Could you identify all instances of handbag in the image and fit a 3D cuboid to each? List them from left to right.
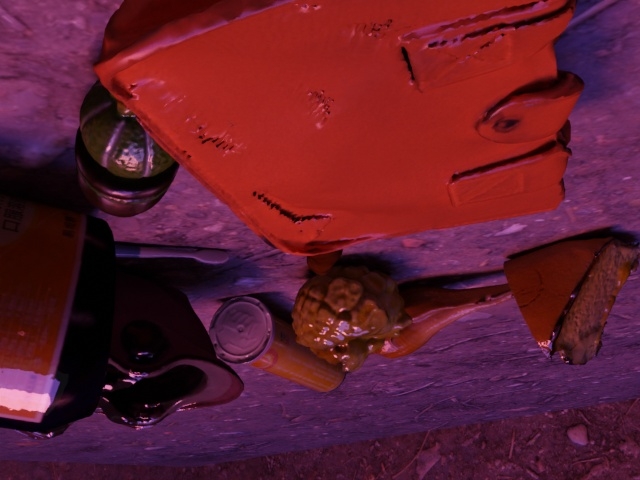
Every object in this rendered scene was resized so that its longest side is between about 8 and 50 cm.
[{"bbox_3d":[0.042,-0.109,0.629,0.304,0.116,0.410,-8,160,13],"label":"handbag"}]

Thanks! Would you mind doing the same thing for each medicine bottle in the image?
[{"bbox_3d":[-0.412,0.054,0.815,0.395,0.242,0.242,12,155,-24],"label":"medicine bottle"},{"bbox_3d":[-0.055,0.200,1.468,0.108,0.108,0.426,-10,160,17],"label":"medicine bottle"}]

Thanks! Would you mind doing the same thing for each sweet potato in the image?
[{"bbox_3d":[0.001,0.001,1.012,0.057,0.057,0.264,-6,161,5],"label":"sweet potato"}]

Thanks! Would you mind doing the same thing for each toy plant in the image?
[{"bbox_3d":[-0.158,-0.085,0.690,0.093,0.092,0.162,2,158,-17],"label":"toy plant"}]

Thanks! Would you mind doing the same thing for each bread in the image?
[{"bbox_3d":[0.363,0.086,1.151,0.140,0.160,0.169,16,152,-42],"label":"bread"}]

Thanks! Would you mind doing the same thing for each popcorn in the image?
[{"bbox_3d":[0.047,0.102,1.197,0.174,0.142,0.173,-6,135,-6],"label":"popcorn"}]

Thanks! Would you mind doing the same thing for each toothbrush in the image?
[{"bbox_3d":[-0.251,0.013,1.048,0.276,0.019,0.025,5,166,-23],"label":"toothbrush"}]

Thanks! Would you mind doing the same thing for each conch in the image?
[{"bbox_3d":[0.170,0.106,1.296,0.330,0.093,0.109,-27,132,17],"label":"conch"}]

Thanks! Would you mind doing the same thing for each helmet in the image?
[{"bbox_3d":[-0.289,0.144,1.142,0.339,0.197,0.271,-8,153,-13],"label":"helmet"}]
